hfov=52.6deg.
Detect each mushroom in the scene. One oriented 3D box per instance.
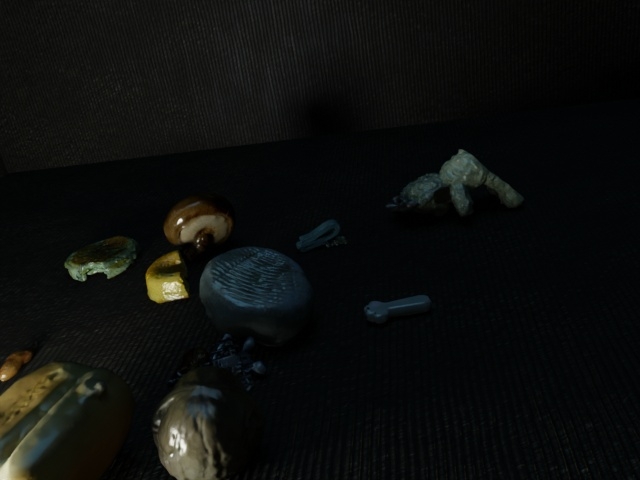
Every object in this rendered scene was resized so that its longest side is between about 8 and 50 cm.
[{"bbox_3d":[-0.457,-0.060,2.450,0.163,0.278,0.297,39,10,35],"label":"mushroom"}]

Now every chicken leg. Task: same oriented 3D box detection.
[{"bbox_3d":[-0.351,0.352,1.759,0.105,0.063,0.234,0,24,9],"label":"chicken leg"}]

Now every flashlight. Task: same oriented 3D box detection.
[{"bbox_3d":[0.228,0.201,1.893,0.200,0.048,0.093,-10,25,-7],"label":"flashlight"}]

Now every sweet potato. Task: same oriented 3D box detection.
[{"bbox_3d":[-0.909,0.359,1.952,0.056,0.057,0.195,-3,22,14],"label":"sweet potato"}]

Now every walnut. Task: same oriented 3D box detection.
[{"bbox_3d":[-0.249,0.403,1.422,0.248,0.249,0.248,-8,25,4],"label":"walnut"}]

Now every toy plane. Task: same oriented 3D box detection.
[{"bbox_3d":[-0.268,0.328,1.685,0.246,0.078,0.169,-7,58,-36],"label":"toy plane"}]

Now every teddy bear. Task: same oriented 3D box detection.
[{"bbox_3d":[0.506,-0.154,2.483,0.362,0.375,0.327,-50,23,12],"label":"teddy bear"}]

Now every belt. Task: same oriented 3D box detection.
[{"bbox_3d":[-0.001,-0.002,2.389,0.179,0.100,0.065,-26,27,0],"label":"belt"}]

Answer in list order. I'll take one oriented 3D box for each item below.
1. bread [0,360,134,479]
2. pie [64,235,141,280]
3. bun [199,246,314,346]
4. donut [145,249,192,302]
[{"bbox_3d":[-0.609,0.460,1.391,0.347,0.253,0.376,-5,23,21],"label":"bread"},{"bbox_3d":[-0.847,0.067,2.532,0.302,0.067,0.302,-7,25,3],"label":"pie"},{"bbox_3d":[-0.188,0.167,1.904,0.354,0.194,0.355,10,33,-7],"label":"bun"},{"bbox_3d":[-0.540,0.136,2.256,0.152,0.101,0.259,-19,30,-7],"label":"donut"}]
